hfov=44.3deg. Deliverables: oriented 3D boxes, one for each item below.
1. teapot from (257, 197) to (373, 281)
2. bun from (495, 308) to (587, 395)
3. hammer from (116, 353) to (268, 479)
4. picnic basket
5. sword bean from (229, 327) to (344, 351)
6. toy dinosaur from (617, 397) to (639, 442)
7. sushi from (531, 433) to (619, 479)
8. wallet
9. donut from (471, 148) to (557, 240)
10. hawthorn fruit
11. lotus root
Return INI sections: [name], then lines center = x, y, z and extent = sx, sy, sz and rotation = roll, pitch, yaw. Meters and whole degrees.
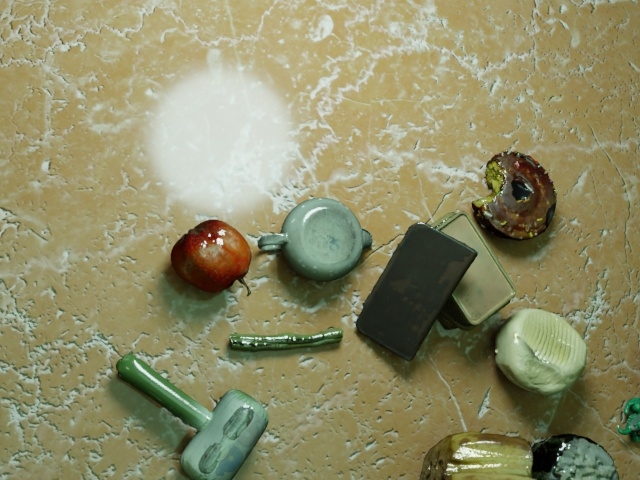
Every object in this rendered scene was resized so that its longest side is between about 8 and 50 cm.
[teapot]
center = 0.000, 0.000, 1.794
extent = 0.295, 0.129, 0.193
rotation = -2, 79, -17
[bun]
center = 0.525, 0.278, 1.906
extent = 0.230, 0.145, 0.229
rotation = 15, 40, -13
[hammer]
center = -0.286, 0.351, 1.636
extent = 0.336, 0.119, 0.206
rotation = 37, 69, -1
[picnic basket]
center = 0.324, 0.076, 1.875
extent = 0.165, 0.139, 0.266
rotation = -34, 90, -22
[sword bean]
center = -0.073, 0.223, 1.767
extent = 0.270, 0.038, 0.043
rotation = -2, 104, -19
[toy dinosaur]
center = 0.803, 0.459, 2.004
extent = 0.132, 0.059, 0.096
rotation = -24, 78, -30
[sushi]
center = 0.560, 0.623, 1.822
extent = 0.211, 0.171, 0.349
rotation = 13, 75, -18
[wallet]
center = 0.211, 0.113, 1.784
extent = 0.165, 0.042, 0.309
rotation = 30, 108, 7
[donut]
center = 0.488, -0.107, 1.995
extent = 0.216, 0.096, 0.230
rotation = 11, 75, -19
[hawthorn fruit]
center = -0.219, 0.048, 1.695
extent = 0.194, 0.157, 0.157
rotation = 44, 69, -11
[lotus root]
center = 0.351, 0.556, 1.711
extent = 0.250, 0.316, 0.315
rotation = 13, 74, -7
